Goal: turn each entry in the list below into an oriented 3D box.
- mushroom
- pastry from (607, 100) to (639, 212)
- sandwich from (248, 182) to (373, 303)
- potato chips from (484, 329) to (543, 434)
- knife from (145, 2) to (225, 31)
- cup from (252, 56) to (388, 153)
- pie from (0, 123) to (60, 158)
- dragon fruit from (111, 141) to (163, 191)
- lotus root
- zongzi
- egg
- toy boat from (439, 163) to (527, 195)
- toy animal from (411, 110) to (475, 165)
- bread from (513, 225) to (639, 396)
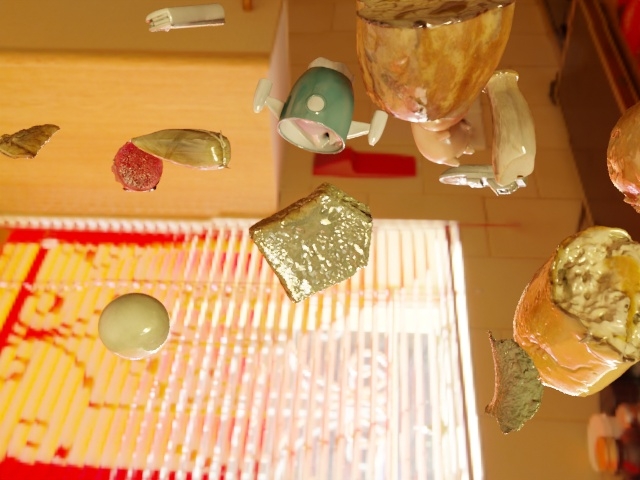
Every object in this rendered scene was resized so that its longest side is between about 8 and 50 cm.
[{"bbox_3d":[0.412,-0.246,1.593,0.108,0.096,0.246,159,103,-74],"label":"mushroom"},{"bbox_3d":[0.722,-0.172,1.306,0.409,0.410,0.245,61,-168,-83],"label":"pastry"},{"bbox_3d":[0.000,-0.001,2.063,0.262,0.325,0.131,59,-174,-14],"label":"sandwich"},{"bbox_3d":[0.364,0.272,1.465,0.228,0.059,0.167,-134,55,-74],"label":"potato chips"},{"bbox_3d":[-0.239,-0.395,1.316,0.265,0.073,0.040,-58,-43,-68],"label":"knife"},{"bbox_3d":[0.002,-0.304,1.642,0.167,0.300,0.173,95,-168,-73],"label":"cup"},{"bbox_3d":[-0.523,-0.176,1.312,0.170,0.092,0.034,-87,-1,-64],"label":"pie"},{"bbox_3d":[-0.526,-0.203,2.072,0.111,0.153,0.153,3,92,52],"label":"dragon fruit"},{"bbox_3d":[0.180,-0.365,1.424,0.316,0.316,0.250,-84,-1,-55],"label":"lotus root"},{"bbox_3d":[-0.324,-0.218,1.725,0.194,0.197,0.099,15,101,52],"label":"zongzi"},{"bbox_3d":[-0.512,0.236,2.036,0.253,0.187,0.186,-15,68,52],"label":"egg"},{"bbox_3d":[0.469,-0.178,2.154,0.078,0.261,0.085,34,-115,-56],"label":"toy boat"},{"bbox_3d":[0.306,-0.316,1.885,0.166,0.154,0.250,-41,-46,-30],"label":"toy animal"},{"bbox_3d":[0.629,0.188,1.849,0.394,0.250,0.361,113,175,-57],"label":"bread"}]
